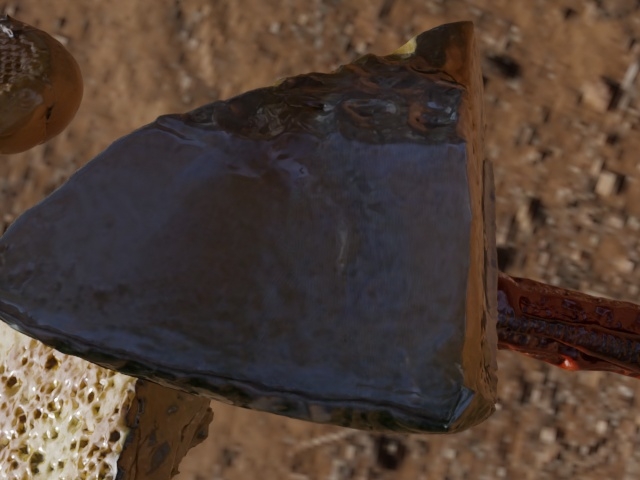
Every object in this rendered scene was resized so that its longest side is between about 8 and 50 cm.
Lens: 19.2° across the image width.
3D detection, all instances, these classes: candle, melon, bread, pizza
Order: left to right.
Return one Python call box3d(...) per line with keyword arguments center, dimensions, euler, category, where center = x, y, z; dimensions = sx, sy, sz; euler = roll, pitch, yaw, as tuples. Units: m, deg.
box3d(center=(-0.237, -0.108, 1.331), dimensions=(0.114, 0.077, 0.189), euler=(-36, 40, -21), category="bread")
box3d(center=(-0.136, 0.112, 0.980), dimensions=(0.323, 0.089, 0.223), euler=(-40, 44, 30), category="pizza")
box3d(center=(0.001, 0.005, 0.551), dimensions=(0.139, 0.203, 0.093), euler=(50, 142, 36), category="melon")
box3d(center=(0.172, 0.063, 1.239), dimensions=(0.084, 0.302, 0.059), euler=(-153, 76, -74), category="candle")
